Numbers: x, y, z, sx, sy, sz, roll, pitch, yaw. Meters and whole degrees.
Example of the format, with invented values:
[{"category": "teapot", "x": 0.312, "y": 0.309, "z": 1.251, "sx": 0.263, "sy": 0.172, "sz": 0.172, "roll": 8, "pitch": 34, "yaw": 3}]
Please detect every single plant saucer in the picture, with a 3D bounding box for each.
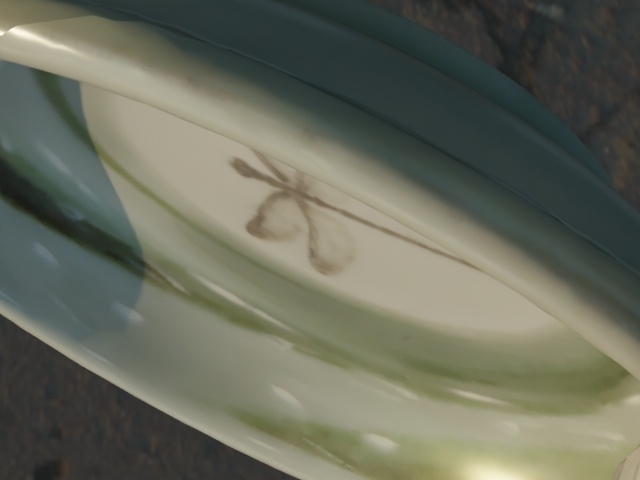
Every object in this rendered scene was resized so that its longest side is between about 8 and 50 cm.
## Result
[{"category": "plant saucer", "x": 0.000, "y": 0.000, "z": 0.653, "sx": 0.400, "sy": 0.100, "sz": 0.400, "roll": 24, "pitch": 162, "yaw": 9}]

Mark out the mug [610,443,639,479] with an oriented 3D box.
[{"category": "mug", "x": 0.106, "y": 0.182, "z": 0.369, "sx": 0.374, "sy": 0.276, "sz": 0.328, "roll": -7, "pitch": 144, "yaw": -29}]
